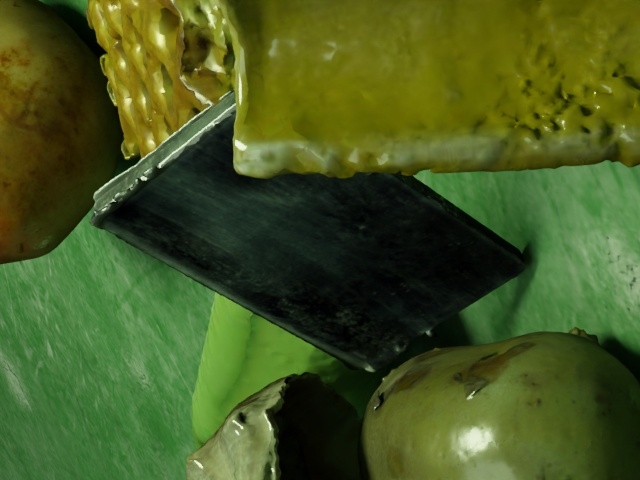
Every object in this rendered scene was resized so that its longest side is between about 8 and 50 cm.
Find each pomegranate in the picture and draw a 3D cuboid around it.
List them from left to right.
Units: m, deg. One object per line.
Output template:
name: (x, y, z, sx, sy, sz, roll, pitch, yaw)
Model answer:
pomegranate: (-0.308, -0.100, 1.321, 0.252, 0.229, 0.270, 40, 159, 16)

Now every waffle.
waffle: (-0.117, -0.135, 1.086, 0.325, 0.068, 0.302, 180, 74, -71)

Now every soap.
soap: (0.139, -0.146, 0.748, 0.338, 0.304, 0.169, -1, 118, 13)

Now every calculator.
calculator: (0.000, 0.000, 0.907, 0.161, 0.261, 0.021, -34, 43, 27)

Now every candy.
candy: (-0.023, 0.105, 1.152, 0.132, 0.142, 0.344, 38, 148, 15)

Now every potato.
potato: (0.115, 0.141, 0.937, 0.165, 0.165, 0.262, 61, 152, -5)

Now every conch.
conch: (-0.031, 0.221, 0.996, 0.210, 0.159, 0.291, 59, -165, 3)
